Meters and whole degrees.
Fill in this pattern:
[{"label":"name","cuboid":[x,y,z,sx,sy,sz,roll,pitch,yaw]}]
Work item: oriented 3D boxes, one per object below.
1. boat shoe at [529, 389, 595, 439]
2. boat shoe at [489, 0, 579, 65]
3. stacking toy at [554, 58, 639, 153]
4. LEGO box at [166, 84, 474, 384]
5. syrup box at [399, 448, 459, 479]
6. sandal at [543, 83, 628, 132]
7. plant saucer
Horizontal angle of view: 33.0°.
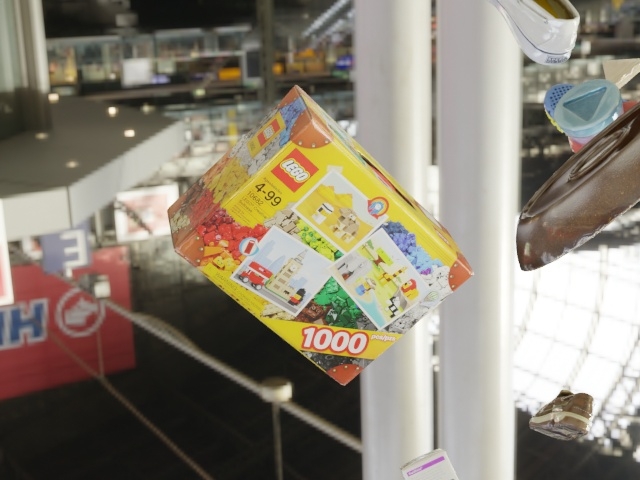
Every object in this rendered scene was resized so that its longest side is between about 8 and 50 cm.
[{"label":"boat shoe","cuboid":[0.536,0.376,2.351,0.095,0.095,0.257,24,165,-6]},{"label":"boat shoe","cuboid":[0.374,-0.507,2.030,0.136,0.156,0.367,-13,-123,-19]},{"label":"stacking toy","cuboid":[0.601,-0.301,2.040,0.309,0.130,0.279,-5,-131,39]},{"label":"LEGO box","cuboid":[0.000,0.000,2.182,0.372,0.500,0.193,-43,-151,12]},{"label":"syrup box","cuboid":[0.242,0.522,2.054,0.096,0.236,0.093,-24,171,-3]},{"label":"sandal","cuboid":[0.626,-0.268,2.319,0.317,0.126,0.138,26,164,26]},{"label":"plant saucer","cuboid":[0.334,-0.085,1.244,0.311,0.050,0.310,-42,-178,2]}]
